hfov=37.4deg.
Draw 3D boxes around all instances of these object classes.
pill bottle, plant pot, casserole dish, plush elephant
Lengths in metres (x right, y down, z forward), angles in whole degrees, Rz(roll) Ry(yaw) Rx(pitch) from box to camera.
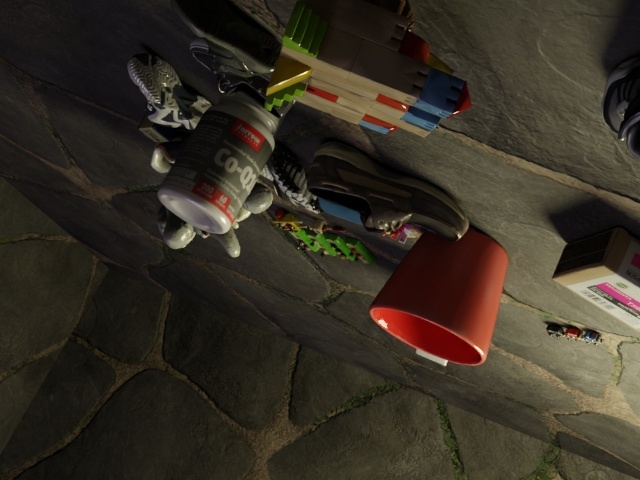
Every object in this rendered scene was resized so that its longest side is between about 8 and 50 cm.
[{"bbox_3d":[-0.192,-0.170,1.904,0.161,0.283,0.161,25,163,8],"label":"pill bottle"},{"bbox_3d":[0.279,0.108,2.083,0.275,0.243,0.275,25,162,8],"label":"plant pot"},{"bbox_3d":[0.080,-0.072,2.093,0.188,0.036,0.114,19,-155,32],"label":"casserole dish"},{"bbox_3d":[-0.272,-0.073,2.361,0.330,0.272,0.255,54,170,40],"label":"plush elephant"}]

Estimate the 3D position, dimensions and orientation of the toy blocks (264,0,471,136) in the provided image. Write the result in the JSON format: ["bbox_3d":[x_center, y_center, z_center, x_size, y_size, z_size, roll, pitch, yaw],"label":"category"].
[{"bbox_3d":[0.075,-0.239,1.361,0.261,0.190,0.381,21,176,-4],"label":"toy blocks"}]

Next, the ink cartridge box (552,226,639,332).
[{"bbox_3d":[0.593,0.082,1.802,0.235,0.088,0.193,30,164,-8],"label":"ink cartridge box"}]

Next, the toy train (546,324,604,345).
[{"bbox_3d":[0.617,0.227,2.300,0.158,0.027,0.036,8,144,49],"label":"toy train"}]

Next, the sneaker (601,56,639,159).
[{"bbox_3d":[0.421,-0.163,1.225,0.101,0.153,0.268,28,163,-1],"label":"sneaker"}]

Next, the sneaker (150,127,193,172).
[{"bbox_3d":[-0.263,-0.199,2.182,0.321,0.127,0.126,4,147,43],"label":"sneaker"}]

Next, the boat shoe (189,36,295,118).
[{"bbox_3d":[-0.156,-0.306,1.809,0.229,0.076,0.080,29,163,-8],"label":"boat shoe"}]

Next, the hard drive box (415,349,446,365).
[{"bbox_3d":[0.315,0.195,2.394,0.089,0.181,0.232,22,163,12],"label":"hard drive box"}]

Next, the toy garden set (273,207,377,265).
[{"bbox_3d":[0.000,0.000,2.517,0.244,0.049,0.204,13,158,40],"label":"toy garden set"}]

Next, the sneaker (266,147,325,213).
[{"bbox_3d":[-0.076,-0.137,2.183,0.106,0.078,0.234,10,158,38],"label":"sneaker"}]

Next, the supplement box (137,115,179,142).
[{"bbox_3d":[-0.367,-0.277,2.197,0.056,0.083,0.083,40,160,-32],"label":"supplement box"}]

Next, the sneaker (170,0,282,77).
[{"bbox_3d":[-0.186,-0.361,1.672,0.228,0.087,0.130,30,157,-28],"label":"sneaker"}]

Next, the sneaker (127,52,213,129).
[{"bbox_3d":[-0.359,-0.315,2.055,0.153,0.094,0.235,-1,159,42],"label":"sneaker"}]

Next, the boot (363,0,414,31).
[{"bbox_3d":[0.081,-0.348,1.366,0.085,0.059,0.158,26,165,20],"label":"boot"}]

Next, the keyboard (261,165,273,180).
[{"bbox_3d":[-0.206,-0.211,2.270,0.256,0.014,0.072,28,163,-4],"label":"keyboard"}]

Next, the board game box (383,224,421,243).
[{"bbox_3d":[0.152,-0.040,2.202,0.169,0.033,0.133,24,163,9],"label":"board game box"}]

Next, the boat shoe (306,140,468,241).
[{"bbox_3d":[0.130,-0.073,1.968,0.356,0.130,0.132,26,163,5],"label":"boat shoe"}]
